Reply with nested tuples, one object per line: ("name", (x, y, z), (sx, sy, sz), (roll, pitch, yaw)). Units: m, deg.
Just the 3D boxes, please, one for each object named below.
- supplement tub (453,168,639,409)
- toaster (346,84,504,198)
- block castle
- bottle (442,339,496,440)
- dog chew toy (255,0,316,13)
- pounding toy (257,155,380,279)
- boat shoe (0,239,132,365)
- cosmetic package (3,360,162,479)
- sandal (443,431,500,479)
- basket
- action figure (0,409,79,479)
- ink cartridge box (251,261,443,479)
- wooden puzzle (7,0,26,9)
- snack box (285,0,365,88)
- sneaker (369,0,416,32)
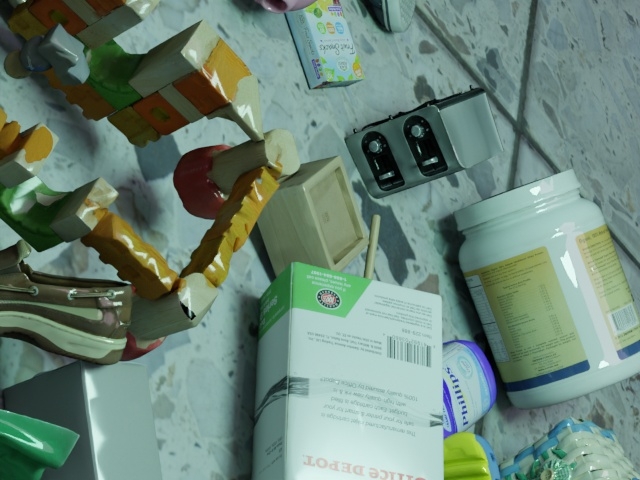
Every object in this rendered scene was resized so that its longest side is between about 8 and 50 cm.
("supplement tub", (0.341, 0.071, 2.373), (0.228, 0.228, 0.316), (-18, 88, -55))
("toaster", (0.155, -0.144, 2.290), (0.186, 0.168, 0.110), (-25, 97, -54))
("block castle", (-0.267, -0.120, 1.671), (0.453, 0.213, 0.303), (44, 53, -22))
("bottle", (0.139, 0.225, 2.137), (0.283, 0.092, 0.118), (-25, 96, -55))
("dog chew toy", (-0.031, -0.457, 2.180), (0.206, 0.206, 0.332), (35, 56, -39))
("pounding toy", (0.005, 0.002, 2.081), (0.181, 0.094, 0.206), (-42, 117, -59))
("boat shoe", (-0.307, 0.042, 1.546), (0.257, 0.095, 0.095), (16, 97, -18))
("cosmetic package", (-0.233, 0.248, 1.594), (0.107, 0.127, 0.238), (14, 64, -50))
("sandal", (0.192, 0.407, 2.081), (0.138, 0.126, 0.317), (-2, 93, -59))
("basket", (0.357, 0.416, 2.210), (0.201, 0.255, 0.289), (17, 41, -51))
("action figure", (-0.361, 0.172, 1.486), (0.232, 0.137, 0.063), (29, 27, -33))
("ink cartridge box", (0.032, 0.195, 1.926), (0.211, 0.121, 0.289), (15, 59, -21))
("wooden puzzle", (-0.314, -0.418, 1.863), (0.322, 0.080, 0.348), (51, 39, -25))
("snack box", (0.004, -0.289, 2.267), (0.100, 0.037, 0.141), (-12, 84, -54))
("sneaker", (0.072, -0.472, 2.396), (0.126, 0.127, 0.321), (-54, 142, -58))
